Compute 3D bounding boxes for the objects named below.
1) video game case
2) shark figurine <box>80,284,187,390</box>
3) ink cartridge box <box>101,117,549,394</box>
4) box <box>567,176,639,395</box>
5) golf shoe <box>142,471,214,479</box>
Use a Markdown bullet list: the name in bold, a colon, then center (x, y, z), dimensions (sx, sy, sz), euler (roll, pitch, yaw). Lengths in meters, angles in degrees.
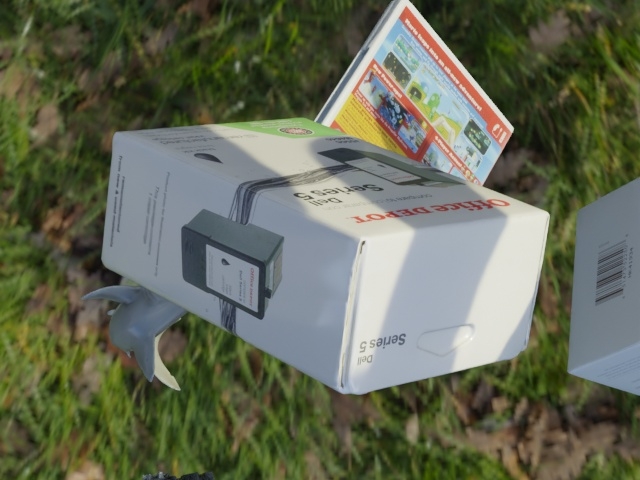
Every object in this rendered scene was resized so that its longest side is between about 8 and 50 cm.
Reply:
- **video game case**: center (0.076, -0.076, 1.572), dimensions (0.025, 0.285, 0.204), euler (-6, 135, 50)
- **shark figurine**: center (-0.217, 0.126, 1.927), dimensions (0.166, 0.278, 0.116), euler (-10, 70, -22)
- **ink cartridge box**: center (0.000, 0.000, 1.140), dimensions (0.198, 0.273, 0.115), euler (-9, 113, -43)
- **box**: center (0.483, 0.082, 1.822), dimensions (0.345, 0.215, 0.168), euler (17, 155, -22)
- **golf shoe**: center (-0.138, 0.225, 1.113), dimensions (0.077, 0.198, 0.094), euler (-2, 75, -31)
